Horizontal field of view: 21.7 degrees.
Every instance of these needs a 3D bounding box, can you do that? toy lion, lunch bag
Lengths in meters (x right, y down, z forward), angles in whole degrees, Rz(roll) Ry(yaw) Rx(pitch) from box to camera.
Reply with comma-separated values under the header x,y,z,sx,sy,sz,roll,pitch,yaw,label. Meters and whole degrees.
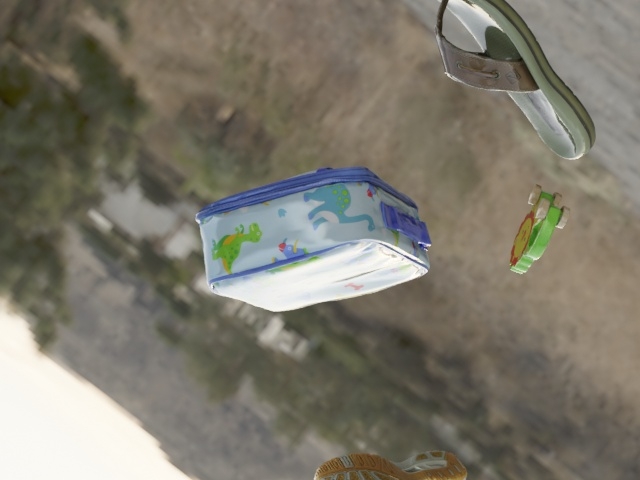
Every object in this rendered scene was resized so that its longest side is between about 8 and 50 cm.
x,y,z,sx,sy,sz,roll,pitch,yaw,label
0.231,-0.007,1.805,0.034,0.096,0.100,21,-166,-6,toy lion
0.000,0.000,1.523,0.219,0.176,0.090,23,-125,-68,lunch bag

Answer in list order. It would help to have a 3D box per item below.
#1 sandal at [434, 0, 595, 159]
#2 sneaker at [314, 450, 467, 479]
x,y,z,sx,sy,sz,roll,pitch,yaw,label
0.190,-0.190,1.831,0.303,0.086,0.120,49,173,-18,sandal
0.035,0.131,0.860,0.083,0.037,0.032,3,-149,-21,sneaker
